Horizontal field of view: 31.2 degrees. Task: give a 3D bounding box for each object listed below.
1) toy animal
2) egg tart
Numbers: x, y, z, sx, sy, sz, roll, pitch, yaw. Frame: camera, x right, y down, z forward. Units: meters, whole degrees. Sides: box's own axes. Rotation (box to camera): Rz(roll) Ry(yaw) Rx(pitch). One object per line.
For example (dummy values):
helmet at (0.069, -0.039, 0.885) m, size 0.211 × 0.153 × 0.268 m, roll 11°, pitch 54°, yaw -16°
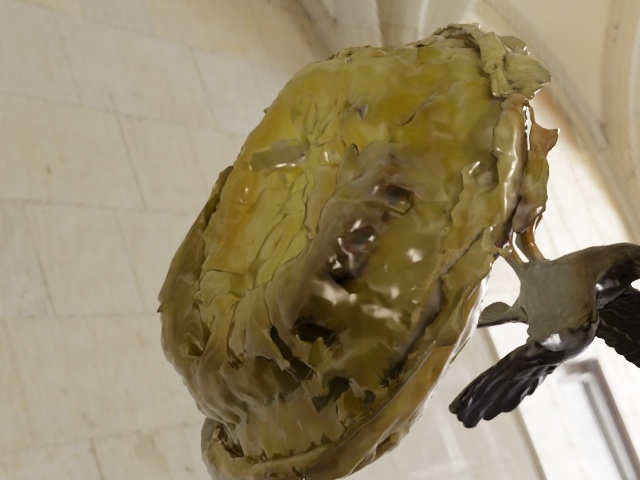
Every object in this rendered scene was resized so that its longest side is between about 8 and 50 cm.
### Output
toy animal at (0.183, 0.030, 0.810) m, size 0.272 × 0.160 × 0.197 m, roll -6°, pitch -58°, yaw -42°
egg tart at (0.000, 0.000, 0.570) m, size 0.095 × 0.279 × 0.279 m, roll 28°, pitch -36°, yaw -20°
